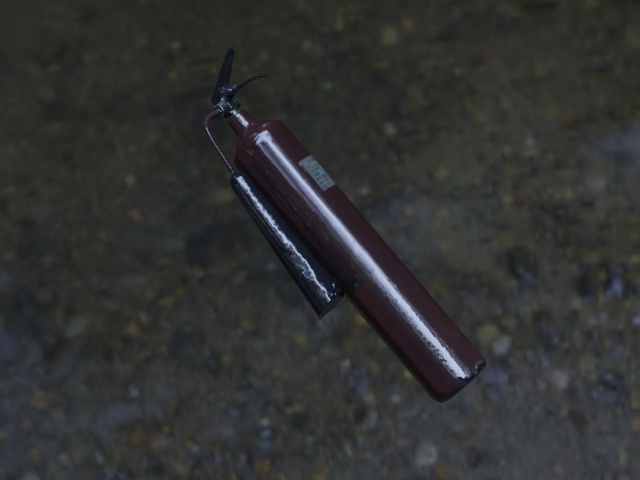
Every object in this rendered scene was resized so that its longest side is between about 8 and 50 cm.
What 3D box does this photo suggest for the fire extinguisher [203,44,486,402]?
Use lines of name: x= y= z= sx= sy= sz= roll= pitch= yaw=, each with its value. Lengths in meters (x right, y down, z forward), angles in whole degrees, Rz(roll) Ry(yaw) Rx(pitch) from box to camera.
fire extinguisher: x=0.000 y=0.000 z=0.761 sx=0.049 sy=0.035 sz=0.173 roll=-39 pitch=86 yaw=-15
